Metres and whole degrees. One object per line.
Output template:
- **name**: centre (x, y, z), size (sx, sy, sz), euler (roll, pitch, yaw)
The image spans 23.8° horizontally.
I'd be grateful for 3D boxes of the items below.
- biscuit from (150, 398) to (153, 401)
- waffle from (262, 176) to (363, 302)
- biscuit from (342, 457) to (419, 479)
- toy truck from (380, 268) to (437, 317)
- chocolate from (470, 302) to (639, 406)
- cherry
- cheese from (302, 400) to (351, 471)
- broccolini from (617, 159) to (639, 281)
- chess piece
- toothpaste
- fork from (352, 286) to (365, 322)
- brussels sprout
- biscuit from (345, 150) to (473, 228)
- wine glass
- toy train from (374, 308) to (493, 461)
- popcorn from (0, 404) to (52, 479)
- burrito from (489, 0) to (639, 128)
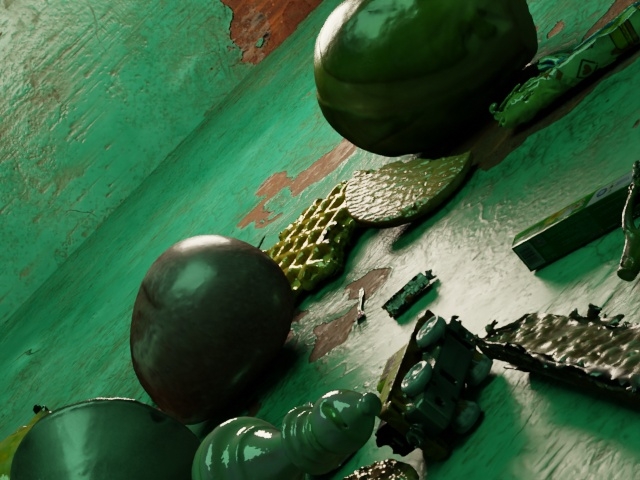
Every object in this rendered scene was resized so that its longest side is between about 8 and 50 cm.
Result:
- **biscuit**: centre (-0.181, 0.154, 2.503), size (0.232, 0.013, 0.237), euler (-36, 19, 20)
- **waffle**: centre (-0.001, -0.001, 2.414), size (0.291, 0.051, 0.291), euler (-40, 17, 15)
- **biscuit**: centre (0.022, 0.319, 1.616), size (0.220, 0.033, 0.220), euler (-40, 17, 15)
- **toy truck**: centre (0.119, 0.069, 2.019), size (0.083, 0.024, 0.032), euler (-44, -13, 7)
- **chocolate**: centre (0.267, 0.116, 1.517), size (0.102, 0.065, 0.329), euler (-33, 15, -18)
- **cherry**: centre (-0.164, 0.121, 2.210), size (0.307, 0.221, 0.261), euler (-66, 20, -11)
- **cheese**: centre (0.003, 0.226, 1.854), size (0.092, 0.047, 0.171), euler (-38, 17, 13)
- **broccolini**: centre (0.366, -0.027, 1.668), size (0.091, 0.068, 0.203), euler (9, 58, 32)
- **chess piece**: centre (-0.022, 0.226, 1.677), size (0.271, 0.139, 0.139), euler (-38, 15, 45)
- **toothpaste**: centre (0.307, -0.022, 1.784), size (0.178, 0.043, 0.037), euler (-32, 17, 33)
- **fork**: centre (0.055, 0.092, 2.133), size (0.016, 0.012, 0.115), euler (-34, 14, 16)
- **brussels sprout**: centre (0.154, -0.291, 2.419), size (0.371, 0.276, 0.315), euler (-20, 14, 38)
- **biscuit**: centre (0.124, -0.071, 2.277), size (0.224, 0.033, 0.144), euler (-10, 41, 39)
- **wine glass**: centre (-0.262, 0.398, 1.701), size (0.267, 0.267, 0.406), euler (-36, 22, 21)
- **toy train**: centre (0.115, 0.167, 1.691), size (0.127, 0.089, 0.219), euler (-43, 14, 38)
- **popcorn**: centre (-0.325, 0.332, 2.043), size (0.286, 0.215, 0.252), euler (2, 2, 19)
- **burrito**: centre (0.370, -0.261, 2.202), size (0.288, 0.054, 0.104), euler (-37, 18, 20)
